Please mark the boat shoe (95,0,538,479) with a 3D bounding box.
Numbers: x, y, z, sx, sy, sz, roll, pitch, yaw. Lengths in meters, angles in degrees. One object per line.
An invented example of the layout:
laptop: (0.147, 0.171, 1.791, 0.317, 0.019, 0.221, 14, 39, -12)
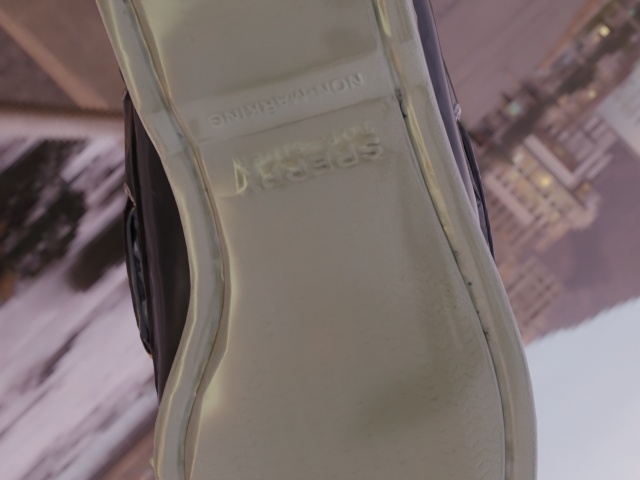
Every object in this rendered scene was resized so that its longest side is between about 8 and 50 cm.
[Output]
boat shoe: (-0.004, 0.000, 0.561, 0.127, 0.340, 0.113, -13, -162, 8)
